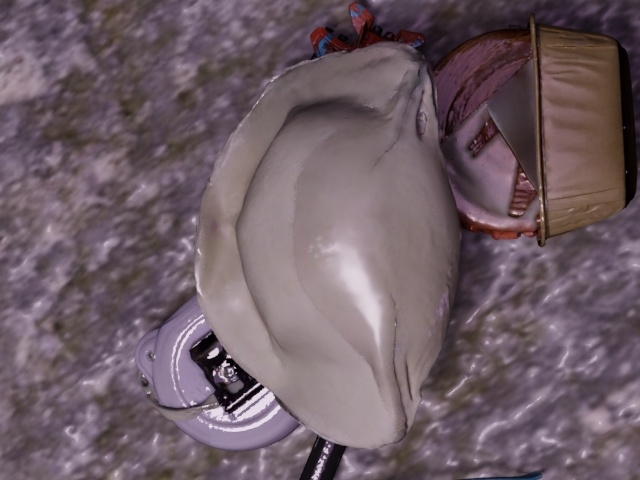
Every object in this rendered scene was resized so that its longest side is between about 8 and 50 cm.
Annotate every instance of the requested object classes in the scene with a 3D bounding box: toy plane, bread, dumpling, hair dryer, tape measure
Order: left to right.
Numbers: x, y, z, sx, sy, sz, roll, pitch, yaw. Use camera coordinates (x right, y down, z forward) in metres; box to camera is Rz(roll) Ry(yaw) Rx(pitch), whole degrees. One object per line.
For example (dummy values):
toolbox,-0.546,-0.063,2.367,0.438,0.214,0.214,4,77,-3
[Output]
tape measure,-0.081,0.122,1.082,0.178,0.105,0.196,44,94,5
hair dryer,-0.026,0.254,1.095,0.114,0.070,0.248,22,88,7
dumpling,0.000,0.004,0.979,0.260,0.181,0.341,1,108,31
toy plane,0.027,-0.145,1.093,0.130,0.061,0.189,28,97,6
bread,0.191,-0.104,1.030,0.212,0.142,0.224,-3,89,5

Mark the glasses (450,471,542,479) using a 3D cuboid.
glasses,0.131,0.330,1.087,0.221,0.088,0.189,-15,87,-13
